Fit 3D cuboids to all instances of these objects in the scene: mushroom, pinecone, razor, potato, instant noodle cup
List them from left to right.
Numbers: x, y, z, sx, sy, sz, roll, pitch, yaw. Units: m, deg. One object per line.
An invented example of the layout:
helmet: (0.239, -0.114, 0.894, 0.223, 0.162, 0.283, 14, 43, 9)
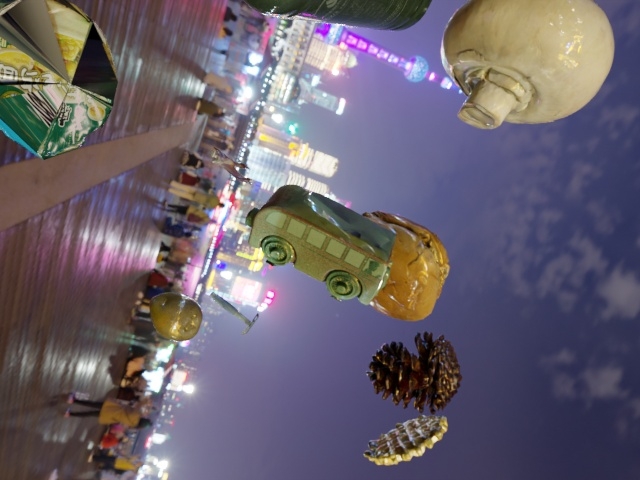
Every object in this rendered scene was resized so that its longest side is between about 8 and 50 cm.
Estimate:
instant noodle cup: (-0.478, -0.271, 0.653, 0.240, 0.178, 0.241, 17, 90, -75)
potato: (-0.490, 0.246, 1.380, 0.193, 0.157, 0.157, 15, -94, 34)
razor: (-0.226, 0.177, 1.054, 0.068, 0.135, 0.040, -52, -179, 37)
pinecone: (0.281, 0.398, 1.272, 0.291, 0.246, 0.247, -6, -124, 26)
mushroom: (0.292, -0.265, 0.633, 0.202, 0.246, 0.246, -53, -165, 3)

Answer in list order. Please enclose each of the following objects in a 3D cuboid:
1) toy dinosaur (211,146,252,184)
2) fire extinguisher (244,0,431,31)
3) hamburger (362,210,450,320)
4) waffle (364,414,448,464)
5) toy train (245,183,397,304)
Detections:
toy dinosaur: (-0.235, -0.200, 1.074, 0.220, 0.108, 0.032, 47, -68, 34)
fire extinguisher: (0.011, -0.255, 0.376, 0.114, 0.096, 0.311, -31, 178, 43)
hamburger: (0.194, 0.073, 1.119, 0.158, 0.319, 0.319, -36, 170, -34)
waffle: (0.311, 0.721, 1.500, 0.062, 0.328, 0.329, 64, -27, 11)
toy train: (0.000, 0.000, 0.853, 0.159, 0.326, 0.129, -65, 176, 36)
